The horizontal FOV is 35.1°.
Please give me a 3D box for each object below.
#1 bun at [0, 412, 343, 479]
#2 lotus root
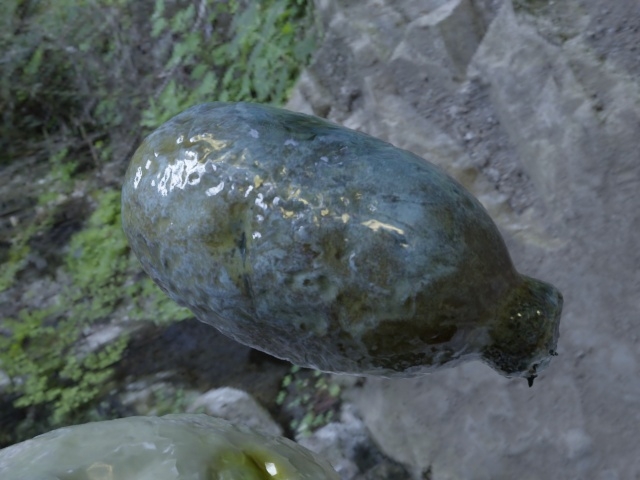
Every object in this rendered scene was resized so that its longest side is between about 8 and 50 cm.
[{"bbox_3d":[-0.081,0.254,0.461,0.365,0.365,0.219,59,154,6],"label":"bun"},{"bbox_3d":[0.000,-0.002,0.696,0.350,0.175,0.174,19,122,27],"label":"lotus root"}]
